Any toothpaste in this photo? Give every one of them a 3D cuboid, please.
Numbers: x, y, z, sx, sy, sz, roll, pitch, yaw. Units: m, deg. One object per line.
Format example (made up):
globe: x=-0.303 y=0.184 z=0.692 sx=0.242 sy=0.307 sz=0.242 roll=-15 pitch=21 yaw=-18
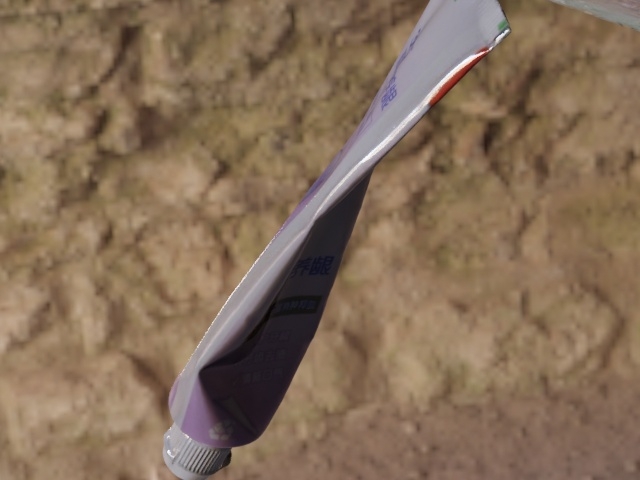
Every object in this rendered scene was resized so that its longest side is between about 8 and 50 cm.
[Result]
toothpaste: x=0.000 y=0.000 z=0.711 sx=0.048 sy=0.301 sz=0.075 roll=33 pitch=33 yaw=3

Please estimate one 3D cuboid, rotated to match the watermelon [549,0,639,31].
watermelon: x=0.159 y=-0.101 z=0.301 sx=0.305 sy=0.224 sz=0.180 roll=15 pitch=41 yaw=34
